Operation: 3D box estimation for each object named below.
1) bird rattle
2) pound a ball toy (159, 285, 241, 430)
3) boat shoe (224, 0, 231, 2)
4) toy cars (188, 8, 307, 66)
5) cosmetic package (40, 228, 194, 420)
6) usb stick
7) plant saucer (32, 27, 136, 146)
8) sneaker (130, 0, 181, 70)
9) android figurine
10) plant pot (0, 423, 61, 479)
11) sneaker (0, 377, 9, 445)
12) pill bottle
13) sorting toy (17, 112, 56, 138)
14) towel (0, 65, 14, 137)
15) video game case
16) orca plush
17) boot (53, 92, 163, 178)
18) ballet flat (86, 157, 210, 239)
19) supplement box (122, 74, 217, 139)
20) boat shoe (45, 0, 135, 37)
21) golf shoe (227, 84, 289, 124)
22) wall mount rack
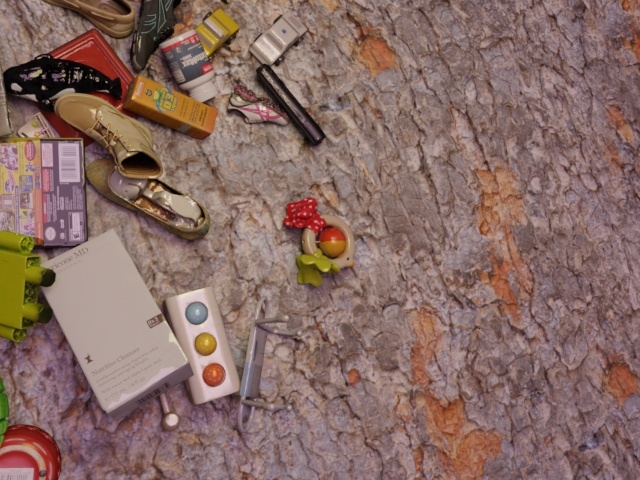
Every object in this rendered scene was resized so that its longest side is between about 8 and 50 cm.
[{"bbox_3d":[0.000,0.000,1.911,0.206,0.143,0.254,3,65,-32],"label":"bird rattle"},{"bbox_3d":[-0.327,0.295,1.698,0.208,0.135,0.319,-14,84,-22],"label":"pound a ball toy"},{"bbox_3d":[-0.267,-0.755,1.978,0.042,0.049,0.133,8,83,10],"label":"boat shoe"},{"bbox_3d":[-0.210,-0.588,1.940,0.393,0.087,0.177,-6,82,-21],"label":"toy cars"},{"bbox_3d":[-0.481,0.193,1.587,0.217,0.156,0.385,-31,75,-17],"label":"cosmetic package"},{"bbox_3d":[-0.084,-0.389,1.951,0.045,0.077,0.278,-36,99,18],"label":"usb stick"},{"bbox_3d":[-0.615,-0.404,1.776,0.258,0.047,0.259,-39,95,-22],"label":"plant saucer"},{"bbox_3d":[-0.448,-0.580,1.844,0.106,0.101,0.267,15,75,-20],"label":"sneaker"},{"bbox_3d":[-0.717,0.102,1.546,0.056,0.272,0.248,-6,103,-63],"label":"android figurine"},{"bbox_3d":[-0.676,0.509,1.507,0.191,0.174,0.191,5,76,-20],"label":"plant pot"},{"bbox_3d":[-0.823,0.297,1.452,0.202,0.185,0.483,-34,60,-9],"label":"sneaker"},{"bbox_3d":[-0.349,-0.467,1.837,0.108,0.108,0.180,-34,113,-23],"label":"pill bottle"},{"bbox_3d":[-0.719,-0.268,1.715,0.075,0.045,0.083,-28,101,-10],"label":"sorting toy"},{"bbox_3d":[-0.911,-0.369,1.606,0.324,0.056,0.312,-13,84,-4],"label":"towel"},{"bbox_3d":[-0.706,-0.116,1.669,0.248,0.035,0.275,-2,88,-17],"label":"video game case"},{"bbox_3d":[-0.638,-0.398,1.684,0.287,0.102,0.151,13,75,-18],"label":"orca plush"},{"bbox_3d":[-0.517,-0.252,1.669,0.262,0.203,0.095,26,111,-39],"label":"boot"},{"bbox_3d":[-0.435,-0.118,1.750,0.348,0.123,0.123,32,70,-12],"label":"ballet flat"},{"bbox_3d":[-0.397,-0.350,1.804,0.233,0.080,0.078,19,74,-28],"label":"supplement box"},{"bbox_3d":[-0.641,-0.669,1.782,0.341,0.110,0.122,27,71,-13],"label":"boat shoe"},{"bbox_3d":[-0.177,-0.369,1.931,0.186,0.067,0.086,23,113,-26],"label":"golf shoe"},{"bbox_3d":[-0.127,0.306,1.684,0.130,0.304,0.350,5,76,10],"label":"wall mount rack"}]
